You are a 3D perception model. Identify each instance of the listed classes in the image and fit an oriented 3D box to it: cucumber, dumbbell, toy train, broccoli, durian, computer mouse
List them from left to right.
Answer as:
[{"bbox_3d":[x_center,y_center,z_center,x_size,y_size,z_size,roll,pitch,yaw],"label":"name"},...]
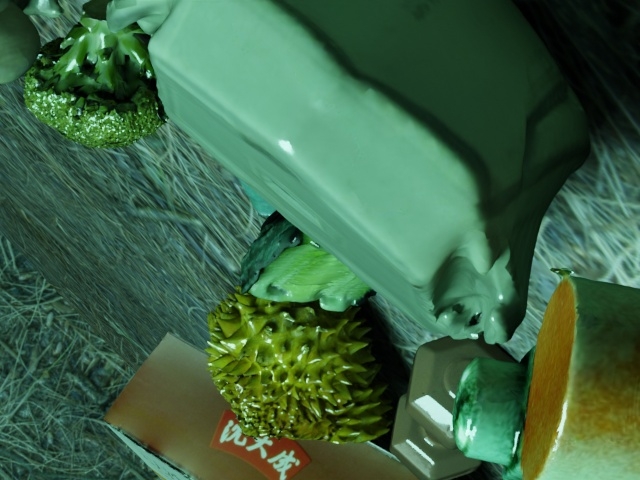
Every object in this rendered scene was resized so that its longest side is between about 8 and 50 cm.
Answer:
[{"bbox_3d":[-0.170,-0.130,1.128,0.131,0.130,0.120,45,141,35],"label":"broccoli"},{"bbox_3d":[-0.014,0.097,1.299,0.183,0.138,0.249,10,-178,-6],"label":"durian"},{"bbox_3d":[0.000,0.000,1.096,0.115,0.086,0.193,2,169,-12],"label":"cucumber"},{"bbox_3d":[0.028,-0.069,0.724,0.228,0.145,0.429,37,177,1],"label":"computer mouse"},{"bbox_3d":[0.107,0.141,1.178,0.231,0.092,0.082,93,158,-71],"label":"dumbbell"},{"bbox_3d":[0.197,0.082,0.553,0.285,0.116,0.177,11,162,1],"label":"toy train"}]

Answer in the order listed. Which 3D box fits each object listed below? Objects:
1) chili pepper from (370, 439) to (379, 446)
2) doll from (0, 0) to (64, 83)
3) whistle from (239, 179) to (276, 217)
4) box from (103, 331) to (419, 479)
[{"bbox_3d":[0.097,0.287,1.632,0.204,0.073,0.072,40,151,13],"label":"chili pepper"},{"bbox_3d":[-0.379,-0.278,1.058,0.382,0.252,0.378,59,161,-23],"label":"doll"},{"bbox_3d":[-0.061,-0.083,1.112,0.039,0.039,0.186,36,162,31],"label":"whistle"},{"bbox_3d":[0.001,0.296,1.499,0.344,0.122,0.385,25,160,33],"label":"box"}]
